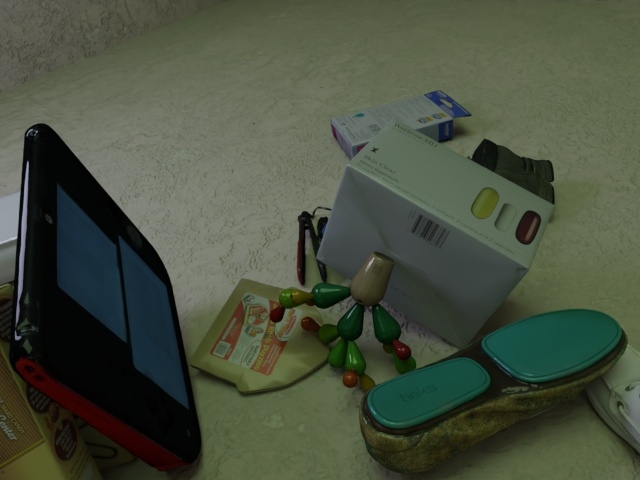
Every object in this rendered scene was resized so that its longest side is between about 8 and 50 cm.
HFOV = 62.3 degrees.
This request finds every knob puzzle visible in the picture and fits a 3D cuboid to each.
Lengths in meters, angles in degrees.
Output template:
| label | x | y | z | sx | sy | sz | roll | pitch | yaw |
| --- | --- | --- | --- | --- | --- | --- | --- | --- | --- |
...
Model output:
| label | x | y | z | sx | sy | sz | roll | pitch | yaw |
| --- | --- | --- | --- | --- | --- | --- | --- | --- | --- |
| knob puzzle | -0.076 | 0.156 | 0.824 | 0.213 | 0.030 | 0.213 | -3 | 49 | 3 |

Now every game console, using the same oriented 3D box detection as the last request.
| label | x | y | z | sx | sy | sz | roll | pitch | yaw |
| --- | --- | --- | --- | --- | --- | --- | --- | --- | --- |
| game console | -0.265 | 0.075 | 0.684 | 0.060 | 0.342 | 0.387 | -22 | 49 | -5 |

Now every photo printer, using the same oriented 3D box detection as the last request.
| label | x | y | z | sx | sy | sz | roll | pitch | yaw |
| --- | --- | --- | --- | --- | --- | --- | --- | --- | --- |
| photo printer | -0.688 | -0.006 | 1.145 | 0.307 | 0.107 | 0.256 | -20 | 37 | -12 |

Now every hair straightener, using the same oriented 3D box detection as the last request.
| label | x | y | z | sx | sy | sz | roll | pitch | yaw |
| --- | --- | --- | --- | --- | --- | --- | --- | --- | --- |
| hair straightener | 0.000 | 0.000 | 1.017 | 0.089 | 0.047 | 0.230 | -8 | 31 | 4 |

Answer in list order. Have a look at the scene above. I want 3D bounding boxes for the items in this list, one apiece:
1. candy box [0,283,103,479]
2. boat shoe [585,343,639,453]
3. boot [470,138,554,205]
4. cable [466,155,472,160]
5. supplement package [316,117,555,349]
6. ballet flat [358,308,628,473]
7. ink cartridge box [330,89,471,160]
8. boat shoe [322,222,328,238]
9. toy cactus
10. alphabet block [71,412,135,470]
| label | x | y | z | sx | sy | sz | roll | pitch | yaw |
| --- | --- | --- | --- | --- | --- | --- | --- | --- | --- |
| candy box | -0.360 | 0.227 | 0.551 | 0.182 | 0.317 | 0.087 | -21 | 10 | -7 |
| boat shoe | 0.390 | 0.196 | 0.590 | 0.098 | 0.096 | 0.277 | -13 | 36 | -2 |
| boot | 0.353 | -0.071 | 0.967 | 0.161 | 0.083 | 0.247 | 19 | 64 | -2 |
| cable | 0.330 | -0.109 | 1.075 | 0.150 | 0.047 | 0.184 | 12 | 45 | 17 |
| supplement package | 0.156 | -0.010 | 0.769 | 0.261 | 0.204 | 0.145 | 31 | 49 | 12 |
| ballet flat | 0.209 | 0.183 | 0.645 | 0.348 | 0.123 | 0.123 | -17 | 36 | -14 |
| ink cartridge box | 0.199 | -0.290 | 1.335 | 0.311 | 0.065 | 0.186 | -18 | 36 | -6 |
| boat shoe | 0.132 | -0.010 | 0.955 | 0.258 | 0.089 | 0.109 | -10 | 48 | -7 |
| toy cactus | 0.043 | 0.101 | 0.735 | 0.219 | 0.181 | 0.112 | 30 | 16 | 21 |
| alphabet block | -0.372 | 0.197 | 0.716 | 0.197 | 0.192 | 0.193 | -14 | 38 | -5 |
